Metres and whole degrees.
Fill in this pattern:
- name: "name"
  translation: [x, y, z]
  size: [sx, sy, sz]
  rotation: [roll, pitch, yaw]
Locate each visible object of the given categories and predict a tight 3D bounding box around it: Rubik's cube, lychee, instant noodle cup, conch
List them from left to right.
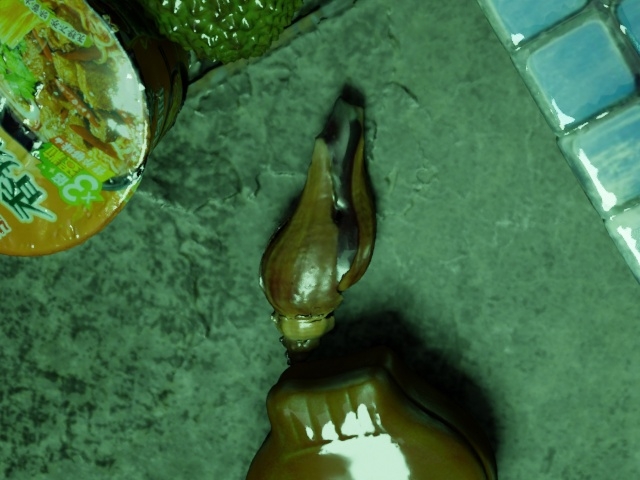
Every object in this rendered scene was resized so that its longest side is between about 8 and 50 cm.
- name: "instant noodle cup"
  translation: [-0.215, -0.123, 0.975]
  size: [0.230, 0.182, 0.230]
  rotation: [4, 110, 12]
- name: "lychee"
  translation: [-0.077, -0.215, 0.926]
  size: [0.171, 0.171, 0.171]
  rotation: [4, 110, 12]
- name: "conch"
  translation: [0.002, 0.005, 1.023]
  size: [0.086, 0.080, 0.233]
  rotation: [21, 115, -14]
- name: "Rubik's cube"
  translation: [0.270, -0.156, 0.808]
  size: [0.259, 0.253, 0.256]
  rotation: [-30, 100, 20]

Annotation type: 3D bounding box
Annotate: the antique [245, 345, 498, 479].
- name: "antique"
  translation: [0.047, 0.223, 1.061]
  size: [0.223, 0.129, 0.278]
  rotation: [-17, 106, 17]
